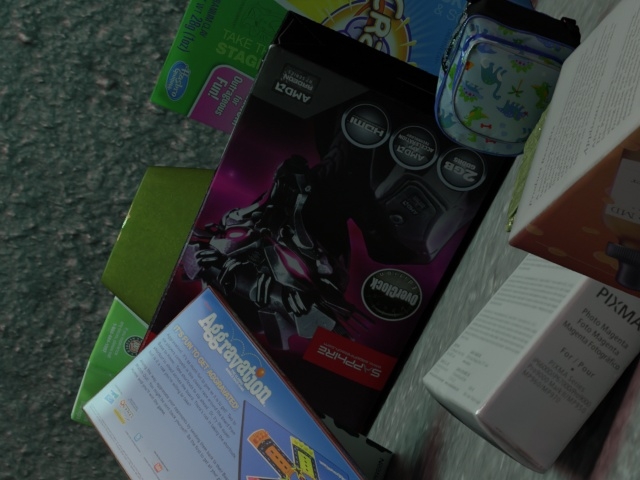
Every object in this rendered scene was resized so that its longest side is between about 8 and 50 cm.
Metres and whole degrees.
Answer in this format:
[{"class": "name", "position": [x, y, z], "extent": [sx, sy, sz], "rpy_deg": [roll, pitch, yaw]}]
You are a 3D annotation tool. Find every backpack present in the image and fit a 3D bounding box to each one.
[{"class": "backpack", "position": [0.143, -0.123, 1.347], "extent": [0.084, 0.105, 0.114], "rpy_deg": [-73, 3, -54]}]

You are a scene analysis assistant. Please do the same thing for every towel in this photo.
[{"class": "towel", "position": [0.176, -0.075, 1.239], "extent": [0.110, 0.027, 0.148], "rpy_deg": [-72, 6, -46]}]

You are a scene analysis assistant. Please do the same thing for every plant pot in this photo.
[{"class": "plant pot", "position": [-0.076, 0.040, 1.830], "extent": [0.275, 0.293, 0.275], "rpy_deg": [-158, 90, -84]}]

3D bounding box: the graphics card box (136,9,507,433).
[{"class": "graphics card box", "position": [0.000, 0.000, 1.575], "extent": [0.094, 0.232, 0.371], "rpy_deg": [-69, 4, -61]}]

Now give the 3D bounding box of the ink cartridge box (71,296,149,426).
[{"class": "ink cartridge box", "position": [-0.126, 0.153, 1.990], "extent": [0.198, 0.273, 0.115], "rpy_deg": [-73, 5, -45]}]

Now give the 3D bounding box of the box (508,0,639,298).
[{"class": "box", "position": [0.165, -0.036, 0.639], "extent": [0.170, 0.130, 0.091], "rpy_deg": [125, 165, -70]}]

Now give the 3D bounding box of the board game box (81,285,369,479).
[{"class": "board game box", "position": [-0.059, 0.175, 1.278], "extent": [0.145, 0.281, 0.027], "rpy_deg": [-44, -35, 5]}]

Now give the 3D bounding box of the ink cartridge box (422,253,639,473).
[{"class": "ink cartridge box", "position": [0.161, 0.019, 0.991], "extent": [0.232, 0.066, 0.189], "rpy_deg": [-47, 4, -3]}]

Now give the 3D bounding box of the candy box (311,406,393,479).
[{"class": "candy box", "position": [-0.051, 0.210, 1.402], "extent": [0.070, 0.196, 0.165], "rpy_deg": [0, 65, 50]}]

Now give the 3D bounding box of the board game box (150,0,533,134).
[{"class": "board game box", "position": [0.020, -0.192, 1.713], "extent": [0.064, 0.316, 0.242], "rpy_deg": [-85, 18, -71]}]
